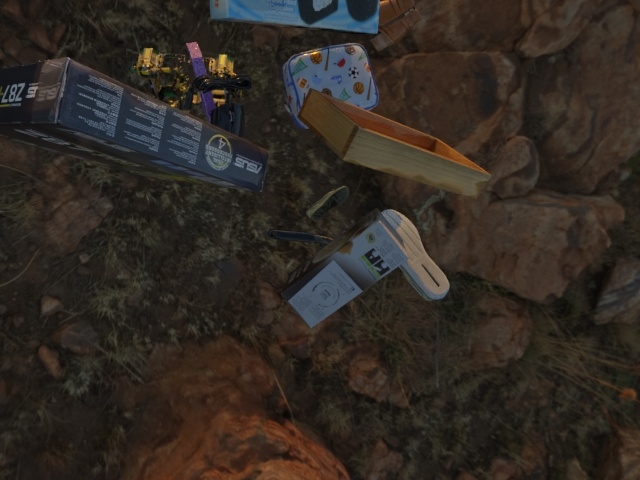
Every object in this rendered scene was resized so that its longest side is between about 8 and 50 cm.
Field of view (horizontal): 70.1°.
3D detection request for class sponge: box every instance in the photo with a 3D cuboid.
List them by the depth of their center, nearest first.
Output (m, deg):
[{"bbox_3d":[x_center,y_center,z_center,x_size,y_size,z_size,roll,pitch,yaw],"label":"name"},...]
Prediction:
[{"bbox_3d":[-0.327,-0.431,1.277,0.031,0.117,0.210,-17,136,-12],"label":"sponge"}]

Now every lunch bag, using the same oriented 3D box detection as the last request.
[{"bbox_3d":[0.027,-0.487,1.466,0.304,0.115,0.243,-19,102,-17],"label":"lunch bag"}]

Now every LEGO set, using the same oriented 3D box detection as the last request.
[{"bbox_3d":[-0.408,-0.433,1.406,0.332,0.255,0.192,5,65,-14],"label":"LEGO set"}]

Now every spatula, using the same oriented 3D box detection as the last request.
[{"bbox_3d":[0.000,0.000,1.201,0.297,0.030,0.084,8,110,15],"label":"spatula"}]

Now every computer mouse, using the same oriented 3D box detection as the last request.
[{"bbox_3d":[-0.271,-0.305,1.191,0.184,0.060,0.262,-13,141,-41],"label":"computer mouse"}]

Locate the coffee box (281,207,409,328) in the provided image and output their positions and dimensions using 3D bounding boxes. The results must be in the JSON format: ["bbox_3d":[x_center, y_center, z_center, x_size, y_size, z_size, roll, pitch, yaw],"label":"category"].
[{"bbox_3d":[0.050,0.054,0.945,0.247,0.141,0.098,-38,98,12],"label":"coffee box"}]

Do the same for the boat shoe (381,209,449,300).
[{"bbox_3d":[0.255,0.050,1.335,0.109,0.094,0.302,-24,73,-21],"label":"boat shoe"}]

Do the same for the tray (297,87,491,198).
[{"bbox_3d":[0.170,-0.201,0.995,0.411,0.202,0.076,9,119,-38],"label":"tray"}]

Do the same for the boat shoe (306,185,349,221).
[{"bbox_3d":[0.023,-0.122,1.430,0.153,0.048,0.056,-43,132,-5],"label":"boat shoe"}]

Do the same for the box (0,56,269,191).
[{"bbox_3d":[-0.335,-0.179,0.795,0.395,0.319,0.097,13,85,-57],"label":"box"}]

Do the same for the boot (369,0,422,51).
[{"bbox_3d":[0.174,-0.638,1.248,0.152,0.072,0.197,-30,131,22],"label":"boot"}]

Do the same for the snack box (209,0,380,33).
[{"bbox_3d":[-0.027,-0.447,0.740,0.322,0.060,0.187,-16,118,-38],"label":"snack box"}]
